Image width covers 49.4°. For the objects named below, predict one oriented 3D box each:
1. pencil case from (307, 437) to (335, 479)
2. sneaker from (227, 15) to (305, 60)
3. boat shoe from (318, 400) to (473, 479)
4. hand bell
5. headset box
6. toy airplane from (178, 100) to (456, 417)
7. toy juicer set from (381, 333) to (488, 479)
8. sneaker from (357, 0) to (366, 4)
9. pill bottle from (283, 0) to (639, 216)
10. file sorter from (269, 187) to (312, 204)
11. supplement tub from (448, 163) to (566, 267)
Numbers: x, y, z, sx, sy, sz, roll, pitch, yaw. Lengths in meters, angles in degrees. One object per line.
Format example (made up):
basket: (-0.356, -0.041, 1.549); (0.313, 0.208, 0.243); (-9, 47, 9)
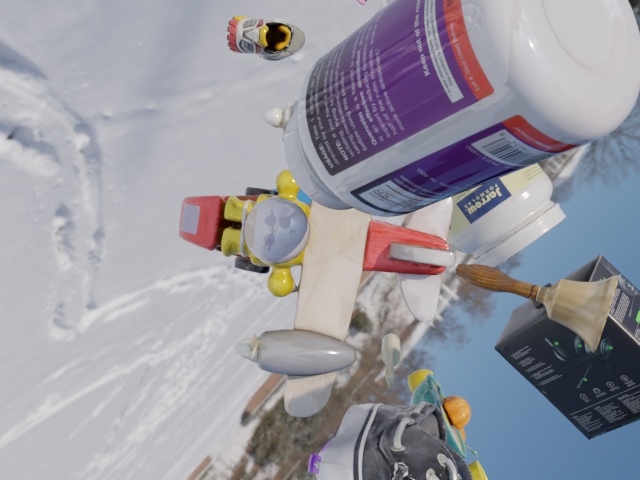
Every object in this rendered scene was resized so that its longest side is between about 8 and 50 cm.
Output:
pencil case: (0.062, 0.256, 0.771); (0.206, 0.088, 0.086); (-32, -142, 61)
sneaker: (-0.090, -0.399, 1.393); (0.225, 0.092, 0.088); (-27, 126, -58)
boat shoe: (0.066, 0.193, 0.530); (0.102, 0.108, 0.301); (-13, 180, 9)
hand bell: (0.335, 0.079, 1.114); (0.126, 0.242, 0.126); (-49, 149, -44)
headset box: (0.508, 0.199, 1.306); (0.131, 0.283, 0.246); (-46, 178, -44)
toy airplane: (0.000, 0.000, 0.973); (0.384, 0.386, 0.272); (-37, 165, 16)
toy juicer set: (0.183, 0.251, 1.097); (0.089, 0.329, 0.209); (-26, -153, 10)
sneaker: (0.079, -0.590, 1.558); (0.057, 0.119, 0.047); (-35, -164, 20)
pill bottle: (0.101, -0.129, 0.630); (0.181, 0.181, 0.323); (-45, -166, -35)
file sorter: (0.000, -0.042, 1.342); (0.170, 0.118, 0.104); (-10, 161, 9)
supplement tub: (0.317, -0.122, 1.415); (0.235, 0.325, 0.235); (-34, 172, -5)
